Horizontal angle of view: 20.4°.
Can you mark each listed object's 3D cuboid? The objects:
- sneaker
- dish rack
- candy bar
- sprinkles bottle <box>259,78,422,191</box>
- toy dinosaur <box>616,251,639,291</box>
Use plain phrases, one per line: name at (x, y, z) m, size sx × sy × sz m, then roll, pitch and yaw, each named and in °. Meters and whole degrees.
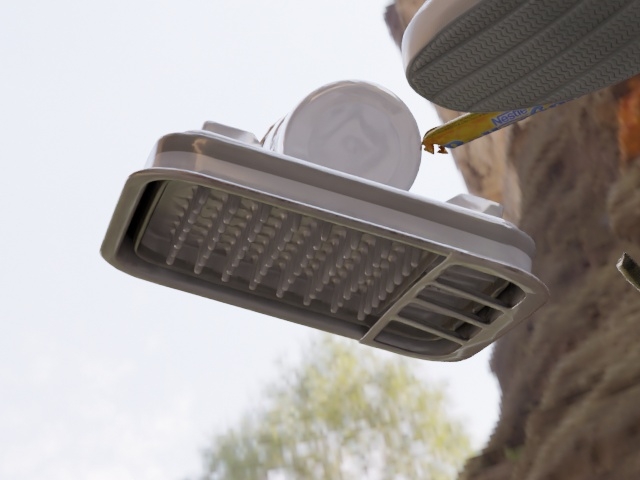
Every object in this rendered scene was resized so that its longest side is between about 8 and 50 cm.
sneaker at (0.141, -0.145, 0.781) m, size 0.258 × 0.091 × 0.094 m, roll -31°, pitch -45°, yaw 32°
dish rack at (0.000, 0.000, 1.427) m, size 0.333 × 0.072 × 0.285 m, roll 16°, pitch -19°, yaw -8°
candy bar at (0.140, -0.092, 1.198) m, size 0.161 × 0.040 × 0.018 m, roll -22°, pitch -100°, yaw 26°
sprinkles bottle at (0.010, -0.076, 1.667) m, size 0.121 × 0.355 × 0.121 m, roll 0°, pitch -90°, yaw -6°
toy dinosaur at (0.247, 0.113, 0.920) m, size 0.268 × 0.064 × 0.118 m, roll 35°, pitch -45°, yaw 7°
